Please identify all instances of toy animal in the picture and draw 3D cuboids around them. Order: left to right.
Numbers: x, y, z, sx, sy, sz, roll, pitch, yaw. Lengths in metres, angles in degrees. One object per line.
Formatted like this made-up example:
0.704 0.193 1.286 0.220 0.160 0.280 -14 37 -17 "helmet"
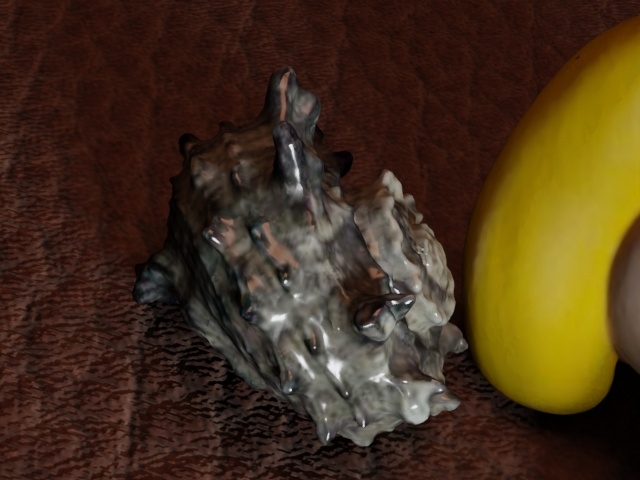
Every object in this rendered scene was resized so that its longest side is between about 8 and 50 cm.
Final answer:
0.282 -0.013 1.026 0.345 0.278 0.246 5 4 41 "toy animal"

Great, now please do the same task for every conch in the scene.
0.003 0.012 0.991 0.240 0.186 0.313 31 7 -32 "conch"
